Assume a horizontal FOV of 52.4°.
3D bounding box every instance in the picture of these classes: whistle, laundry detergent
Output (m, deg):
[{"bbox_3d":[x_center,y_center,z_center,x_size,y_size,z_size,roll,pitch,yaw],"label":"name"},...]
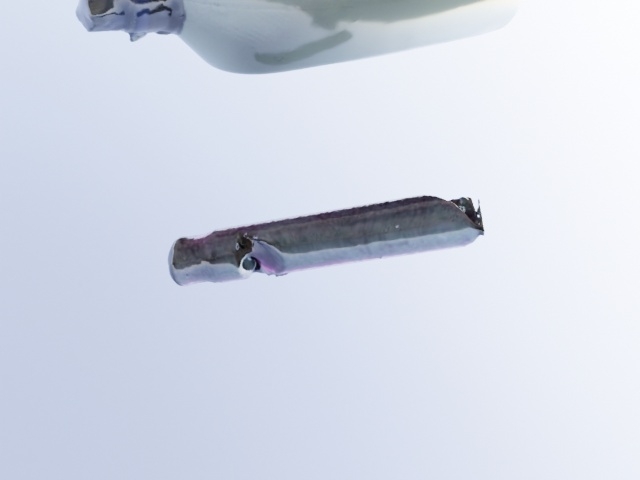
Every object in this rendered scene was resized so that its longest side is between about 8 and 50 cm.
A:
[{"bbox_3d":[0.000,0.000,0.360,0.177,0.033,0.033,-9,-137,12],"label":"whistle"},{"bbox_3d":[-0.025,-0.183,0.436,0.281,0.105,0.215,-18,-139,-23],"label":"laundry detergent"}]
